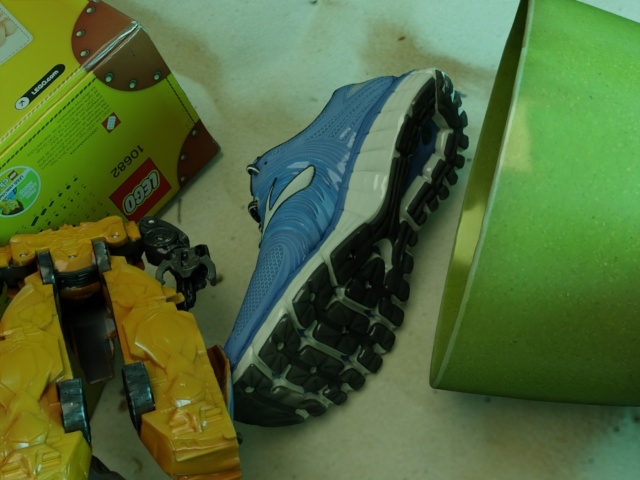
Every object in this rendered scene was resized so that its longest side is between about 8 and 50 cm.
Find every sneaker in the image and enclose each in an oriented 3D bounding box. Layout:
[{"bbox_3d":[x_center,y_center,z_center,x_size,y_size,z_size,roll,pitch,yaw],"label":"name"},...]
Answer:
[{"bbox_3d":[0.000,0.000,0.711,0.147,0.130,0.330,10,62,41],"label":"sneaker"}]

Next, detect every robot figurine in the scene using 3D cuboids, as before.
[{"bbox_3d":[-0.165,0.078,0.612,0.211,0.085,0.291,-12,34,-16],"label":"robot figurine"}]

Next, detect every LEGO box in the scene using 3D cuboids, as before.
[{"bbox_3d":[-0.411,-0.047,0.803,0.372,0.193,0.500,35,75,31],"label":"LEGO box"}]

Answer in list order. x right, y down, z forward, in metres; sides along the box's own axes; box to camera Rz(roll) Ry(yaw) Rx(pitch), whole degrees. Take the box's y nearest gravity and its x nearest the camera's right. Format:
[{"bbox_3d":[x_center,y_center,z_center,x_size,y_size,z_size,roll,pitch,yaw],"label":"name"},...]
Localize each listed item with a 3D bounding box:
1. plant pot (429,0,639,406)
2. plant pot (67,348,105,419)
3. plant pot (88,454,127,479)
[{"bbox_3d":[0.246,-0.001,0.563,0.293,0.275,0.275,13,64,6],"label":"plant pot"},{"bbox_3d":[-0.242,0.115,0.722,0.081,0.083,0.082,9,62,21],"label":"plant pot"},{"bbox_3d":[-0.178,0.246,0.587,0.167,0.167,0.165,25,63,28],"label":"plant pot"}]
